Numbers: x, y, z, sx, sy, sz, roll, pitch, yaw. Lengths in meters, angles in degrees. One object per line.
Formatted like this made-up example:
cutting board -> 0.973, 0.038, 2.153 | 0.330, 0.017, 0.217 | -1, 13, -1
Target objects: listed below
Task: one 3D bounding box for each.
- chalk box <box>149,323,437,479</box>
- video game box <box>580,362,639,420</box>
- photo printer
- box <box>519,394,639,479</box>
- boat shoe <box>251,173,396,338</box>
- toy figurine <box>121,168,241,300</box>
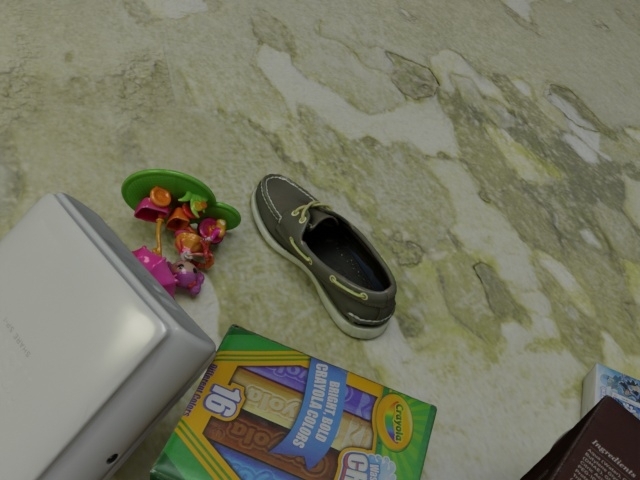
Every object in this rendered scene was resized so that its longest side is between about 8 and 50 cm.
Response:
chalk box -> -0.001, 0.247, 0.680 | 0.288, 0.180, 0.179 | 22, 45, 6
video game box -> 0.423, 0.276, 0.868 | 0.187, 0.048, 0.205 | 24, 45, 4
photo printer -> -0.281, 0.136, 0.661 | 0.307, 0.107, 0.256 | -48, 58, -1
box -> 0.199, 0.328, 0.623 | 0.143, 0.191, 0.381 | 39, 42, 18
boat shoe -> 0.004, -0.001, 0.978 | 0.109, 0.091, 0.305 | -20, 56, -31
toy figurine -> -0.194, 0.014, 0.918 | 0.173, 0.130, 0.159 | 23, 54, -29
